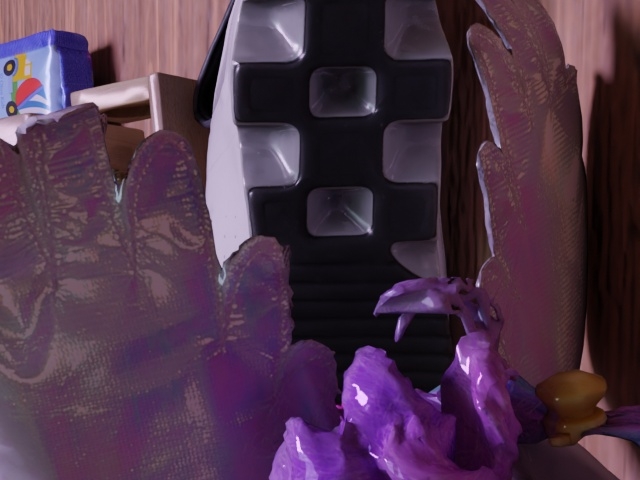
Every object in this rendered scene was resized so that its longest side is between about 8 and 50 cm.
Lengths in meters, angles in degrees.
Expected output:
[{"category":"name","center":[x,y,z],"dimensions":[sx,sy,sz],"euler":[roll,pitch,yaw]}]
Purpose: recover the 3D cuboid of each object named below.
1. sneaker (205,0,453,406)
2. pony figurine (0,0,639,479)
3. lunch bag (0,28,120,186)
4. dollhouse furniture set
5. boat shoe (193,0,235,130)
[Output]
[{"category":"sneaker","center":[0.000,0.000,0.937],"dimensions":[0.146,0.122,0.330],"euler":[-106,21,-65]},{"category":"pony figurine","center":[0.055,0.106,0.686],"dimensions":[0.363,0.303,0.351],"euler":[19,120,46]},{"category":"lunch bag","center":[-0.216,-0.015,1.379],"dimensions":[0.293,0.138,0.221],"euler":[-11,82,52]},{"category":"dollhouse furniture set","center":[-0.108,-0.012,1.100],"dimensions":[0.151,0.144,0.123],"euler":[-9,83,28]},{"category":"boat shoe","center":[-0.011,-0.125,0.973],"dimensions":[0.075,0.065,0.206],"euler":[67,148,36]}]
